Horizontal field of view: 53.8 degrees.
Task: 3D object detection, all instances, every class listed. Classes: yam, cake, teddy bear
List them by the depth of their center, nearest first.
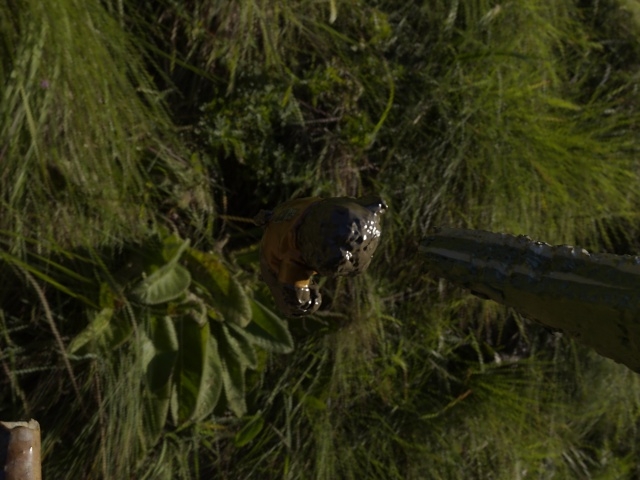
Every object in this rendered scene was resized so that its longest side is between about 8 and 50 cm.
[{"bbox_3d":[0.122,0.027,0.355,0.140,0.055,0.051,12,40,30],"label":"cake"},{"bbox_3d":[-0.268,0.275,0.568,0.057,0.057,0.241,12,49,-46],"label":"yam"},{"bbox_3d":[0.000,0.000,0.791,0.140,0.190,0.177,48,59,-20],"label":"teddy bear"}]
